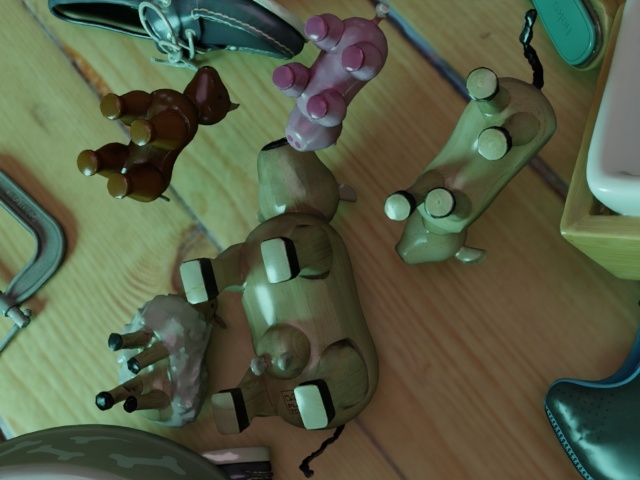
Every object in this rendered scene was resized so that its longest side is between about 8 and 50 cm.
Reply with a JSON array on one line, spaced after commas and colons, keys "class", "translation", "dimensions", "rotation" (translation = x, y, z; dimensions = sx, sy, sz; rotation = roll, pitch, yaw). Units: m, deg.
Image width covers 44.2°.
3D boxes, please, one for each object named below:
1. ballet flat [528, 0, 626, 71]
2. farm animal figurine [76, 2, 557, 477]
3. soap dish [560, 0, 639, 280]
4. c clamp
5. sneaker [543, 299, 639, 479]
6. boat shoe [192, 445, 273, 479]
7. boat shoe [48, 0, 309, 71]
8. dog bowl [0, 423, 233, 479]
[{"class": "ballet flat", "translation": [0.194, -0.245, 0.663], "dimensions": [0.073, 0.080, 0.232], "rotation": [-18, 78, -22]}, {"class": "farm animal figurine", "translation": [0.000, 0.000, 0.592], "dimensions": [0.331, 0.172, 0.326], "rotation": [6, 99, 24]}, {"class": "soap dish", "translation": [0.323, -0.068, 0.495], "dimensions": [0.291, 0.118, 0.228], "rotation": [5, 55, 29]}, {"class": "c clamp", "translation": [-0.305, 0.013, 0.717], "dimensions": [0.137, 0.022, 0.160], "rotation": [-44, 76, 0]}, {"class": "sneaker", "translation": [0.311, 0.056, 0.547], "dimensions": [0.341, 0.125, 0.139], "rotation": [-42, 71, -2]}, {"class": "boat shoe", "translation": [-0.138, 0.207, 0.623], "dimensions": [0.206, 0.075, 0.064], "rotation": [-10, 75, 3]}, {"class": "boat shoe", "translation": [-0.130, -0.196, 0.689], "dimensions": [0.255, 0.095, 0.079], "rotation": [23, 82, 15]}, {"class": "dog bowl", "translation": [-0.178, 0.300, 0.520], "dimensions": [0.349, 0.102, 0.348], "rotation": [0, 79, -1]}]
